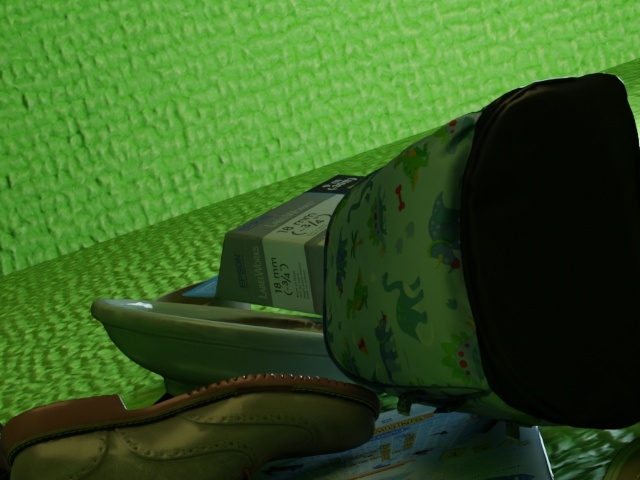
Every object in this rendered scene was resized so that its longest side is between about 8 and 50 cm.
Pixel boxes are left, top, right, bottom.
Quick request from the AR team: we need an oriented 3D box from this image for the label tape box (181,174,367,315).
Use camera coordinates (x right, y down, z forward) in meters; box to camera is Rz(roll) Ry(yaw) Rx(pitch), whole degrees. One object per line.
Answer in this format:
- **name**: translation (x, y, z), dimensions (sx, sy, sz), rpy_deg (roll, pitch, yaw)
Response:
- **label tape box**: translation (0.000, 0.000, 2.074), dimensions (0.334, 0.106, 0.241), rpy_deg (6, 25, 40)

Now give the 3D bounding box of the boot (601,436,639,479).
- **boot**: translation (0.326, 0.187, 1.220), dimensions (0.165, 0.077, 0.213), rpy_deg (-3, 18, 44)

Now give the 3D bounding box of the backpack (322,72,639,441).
- **backpack**: translation (0.139, 0.030, 1.386), dimensions (0.273, 0.290, 0.355), rpy_deg (-4, -4, -2)

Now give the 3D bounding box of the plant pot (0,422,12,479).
- **plant pot**: translation (-0.406, 0.273, 1.741), dimensions (0.167, 0.167, 0.165), rpy_deg (-22, 19, -19)

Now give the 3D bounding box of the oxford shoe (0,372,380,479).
- **oxford shoe**: translation (-0.109, 0.208, 1.428), dimensions (0.348, 0.130, 0.123), rpy_deg (-8, -31, -8)

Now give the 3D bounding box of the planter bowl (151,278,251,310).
- **planter bowl**: translation (-0.163, 0.127, 2.171), dimensions (0.162, 0.109, 0.162), rpy_deg (-17, 10, 3)

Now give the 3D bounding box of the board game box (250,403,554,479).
- **board game box**: translation (0.053, 0.236, 1.417), dimensions (0.319, 0.066, 0.318), rpy_deg (-16, 11, 7)

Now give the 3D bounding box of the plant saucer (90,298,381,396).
- **plant saucer**: translation (-0.066, 0.136, 1.794), dimensions (0.400, 0.100, 0.400), rpy_deg (6, 0, 0)

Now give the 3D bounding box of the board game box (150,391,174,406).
- **board game box**: translation (-0.224, 0.254, 1.724), dimensions (0.136, 0.030, 0.259), rpy_deg (-40, 7, 13)
